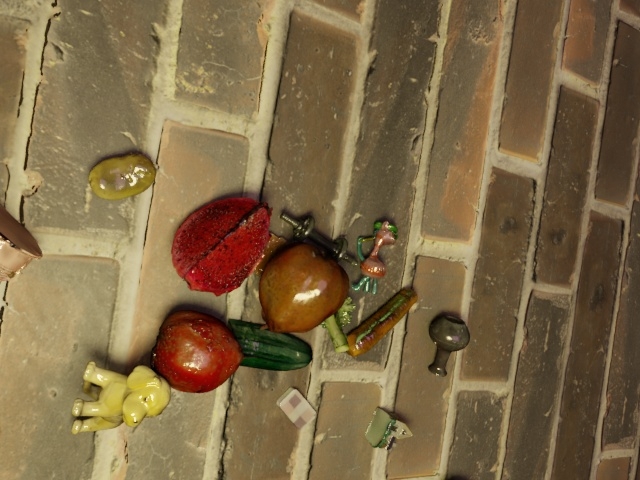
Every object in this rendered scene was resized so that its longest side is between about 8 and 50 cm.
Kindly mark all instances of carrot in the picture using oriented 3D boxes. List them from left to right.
[{"bbox_3d":[0.172,0.227,1.345,0.260,0.070,0.070,-38,108,-21],"label":"carrot"}]

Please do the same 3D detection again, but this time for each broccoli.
[{"bbox_3d":[0.035,0.208,1.208,0.122,0.204,0.118,35,109,-24],"label":"broccoli"}]

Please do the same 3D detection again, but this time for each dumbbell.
[{"bbox_3d":[0.000,0.000,1.240,0.254,0.082,0.081,33,79,-23],"label":"dumbbell"}]

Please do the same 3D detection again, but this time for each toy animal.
[{"bbox_3d":[-0.420,0.333,0.986,0.169,0.233,0.121,23,48,-28],"label":"toy animal"},{"bbox_3d":[0.142,0.045,1.317,0.103,0.100,0.208,17,88,14],"label":"toy animal"}]

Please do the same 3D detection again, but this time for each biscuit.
[{"bbox_3d":[-0.127,0.030,1.214,0.130,0.019,0.119,-5,95,-25],"label":"biscuit"}]

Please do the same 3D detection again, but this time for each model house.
[{"bbox_3d":[0.198,0.549,1.360,0.100,0.088,0.100,30,84,-23],"label":"model house"}]

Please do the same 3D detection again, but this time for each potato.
[{"bbox_3d":[-0.427,-0.138,1.034,0.138,0.070,0.091,-19,102,-22],"label":"potato"}]

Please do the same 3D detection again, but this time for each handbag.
[{"bbox_3d":[-0.642,-0.003,0.885,0.116,0.179,0.205,-45,109,-9],"label":"handbag"}]

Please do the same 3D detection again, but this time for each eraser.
[{"bbox_3d":[-0.063,0.444,1.263,0.065,0.026,0.105,-41,109,-21],"label":"eraser"}]

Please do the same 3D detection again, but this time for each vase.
[{"bbox_3d":[0.372,0.317,1.424,0.120,0.120,0.182,6,105,-26],"label":"vase"}]

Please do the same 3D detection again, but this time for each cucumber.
[{"bbox_3d":[-0.122,0.277,1.209,0.244,0.063,0.115,14,87,-27],"label":"cucumber"}]

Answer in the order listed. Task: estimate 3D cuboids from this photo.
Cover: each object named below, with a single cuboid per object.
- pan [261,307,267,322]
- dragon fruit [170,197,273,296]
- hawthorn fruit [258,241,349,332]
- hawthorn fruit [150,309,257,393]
[{"bbox_3d":[-0.123,0.162,1.221,0.069,0.023,0.115,-19,101,-23],"label":"pan"},{"bbox_3d":[-0.227,0.003,1.103,0.189,0.163,0.262,42,69,9],"label":"dragon fruit"},{"bbox_3d":[-0.058,0.129,1.150,0.208,0.208,0.248,35,93,-23],"label":"hawthorn fruit"},{"bbox_3d":[-0.253,0.247,1.067,0.235,0.181,0.181,9,89,-15],"label":"hawthorn fruit"}]
